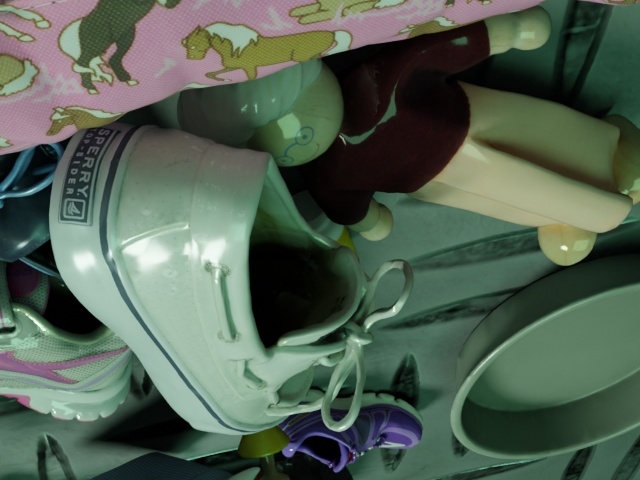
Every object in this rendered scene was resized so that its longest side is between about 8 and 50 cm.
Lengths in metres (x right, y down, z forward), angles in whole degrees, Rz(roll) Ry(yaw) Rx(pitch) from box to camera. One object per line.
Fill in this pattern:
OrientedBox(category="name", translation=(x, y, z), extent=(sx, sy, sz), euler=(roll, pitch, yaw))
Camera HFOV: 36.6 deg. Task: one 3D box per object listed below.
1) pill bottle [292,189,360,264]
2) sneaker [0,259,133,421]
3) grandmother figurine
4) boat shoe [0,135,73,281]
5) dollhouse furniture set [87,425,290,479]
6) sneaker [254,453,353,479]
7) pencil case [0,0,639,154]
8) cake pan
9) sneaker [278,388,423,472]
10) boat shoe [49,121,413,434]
OrientedBox(category="pill bottle", translation=(0.000, 0.000, 0.712), extent=(0.043, 0.043, 0.083), euler=(-21, 141, 2))
OrientedBox(category="sneaker", translation=(-0.232, 0.051, 0.647), extent=(0.252, 0.103, 0.111), euler=(6, 131, -36))
OrientedBox(category="grandmother figurine", translation=(0.070, -0.067, 0.622), extent=(0.343, 0.104, 0.207), euler=(8, 125, -33))
OrientedBox(category="boat shoe", translation=(-0.164, -0.033, 0.572), extent=(0.109, 0.089, 0.258), euler=(-37, 138, 21))
OrientedBox(category="dollhouse furniture set", translation=(-0.218, 0.183, 0.806), extent=(0.303, 0.286, 0.198), euler=(-21, 104, -36))
OrientedBox(category="sneaker", translation=(-0.100, 0.300, 0.980), extent=(0.276, 0.097, 0.135), euler=(-11, 138, -12))
OrientedBox(category="pencil case", translation=(-0.026, -0.142, 0.436), extent=(0.386, 0.167, 0.160), euler=(-15, 146, -8))
OrientedBox(category="cake pan", translation=(0.258, 0.114, 0.940), extent=(0.293, 0.054, 0.293), euler=(-11, 141, -9))
OrientedBox(category="sneaker", translation=(0.026, 0.189, 0.922), extent=(0.170, 0.071, 0.068), euler=(8, 134, -30))
OrientedBox(category="boat shoe", translation=(-0.020, 0.041, 0.614), extent=(0.157, 0.135, 0.367), euler=(5, 154, 15))
